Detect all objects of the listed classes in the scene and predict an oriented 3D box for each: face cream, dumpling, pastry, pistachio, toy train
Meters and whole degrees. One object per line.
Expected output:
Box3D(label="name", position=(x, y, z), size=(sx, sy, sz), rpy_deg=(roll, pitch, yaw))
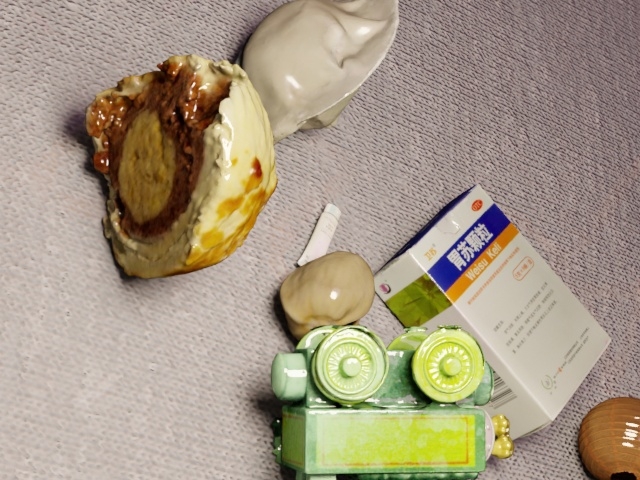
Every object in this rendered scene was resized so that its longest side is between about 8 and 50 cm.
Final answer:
Box3D(label="face cream", position=(0.000, 0.000, 1.702), size=(0.038, 0.020, 0.115), rpy_deg=(43, 51, -25))
Box3D(label="dumpling", position=(-0.011, -0.253, 1.706), size=(0.163, 0.204, 0.293), rpy_deg=(33, 59, -5))
Box3D(label="pastry", position=(-0.141, -0.079, 1.479), size=(0.170, 0.256, 0.236), rpy_deg=(-3, 81, -47))
Box3D(label="pistachio", position=(0.010, 0.069, 1.623), size=(0.113, 0.113, 0.149), rpy_deg=(48, 32, -7))
Box3D(label="toy train", position=(0.074, 0.192, 1.504), size=(0.272, 0.159, 0.188), rpy_deg=(3, 84, -15))

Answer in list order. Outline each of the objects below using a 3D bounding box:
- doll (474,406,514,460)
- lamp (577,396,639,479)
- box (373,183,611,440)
Box3D(label="doll", position=(0.158, 0.249, 1.653), size=(0.207, 0.081, 0.129), rpy_deg=(8, 65, -33))
Box3D(label="lamp", position=(0.432, 0.287, 1.810), size=(0.136, 0.136, 0.136), rpy_deg=(18, 57, -30))
Box3D(label="box", position=(0.237, 0.099, 1.768), size=(0.299, 0.106, 0.200), rpy_deg=(50, 47, -2))
